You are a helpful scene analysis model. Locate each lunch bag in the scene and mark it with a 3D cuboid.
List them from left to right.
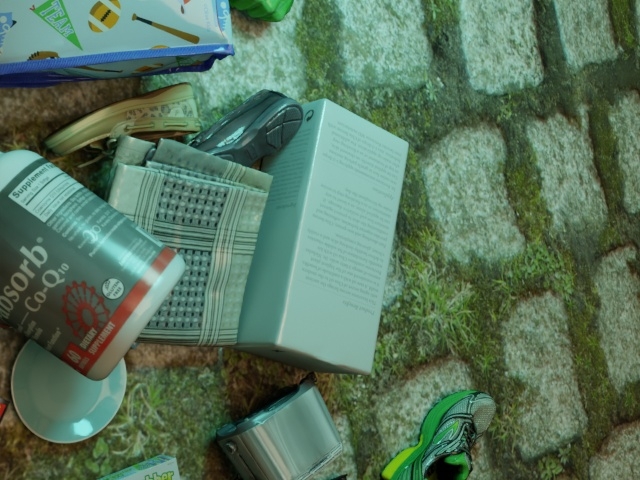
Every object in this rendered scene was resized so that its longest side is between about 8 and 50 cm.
[{"bbox_3d":[-0.352,-0.400,1.313,0.386,0.239,0.327,-10,94,-19],"label":"lunch bag"}]

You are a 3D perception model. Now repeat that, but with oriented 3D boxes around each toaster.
[{"bbox_3d":[-0.060,0.343,1.551,0.227,0.129,0.146,-28,90,-44],"label":"toaster"}]

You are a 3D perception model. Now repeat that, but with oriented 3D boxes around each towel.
[{"bbox_3d":[-0.221,0.011,1.432,0.312,0.056,0.324,12,90,-42],"label":"towel"}]

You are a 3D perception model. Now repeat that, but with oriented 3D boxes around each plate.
[{"bbox_3d":[-0.386,0.214,1.365,0.188,0.024,0.188,5,82,-40],"label":"plate"}]

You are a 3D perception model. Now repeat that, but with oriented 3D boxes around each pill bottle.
[{"bbox_3d":[-0.385,0.009,1.208,0.363,0.210,0.210,36,61,-6],"label":"pill bottle"}]

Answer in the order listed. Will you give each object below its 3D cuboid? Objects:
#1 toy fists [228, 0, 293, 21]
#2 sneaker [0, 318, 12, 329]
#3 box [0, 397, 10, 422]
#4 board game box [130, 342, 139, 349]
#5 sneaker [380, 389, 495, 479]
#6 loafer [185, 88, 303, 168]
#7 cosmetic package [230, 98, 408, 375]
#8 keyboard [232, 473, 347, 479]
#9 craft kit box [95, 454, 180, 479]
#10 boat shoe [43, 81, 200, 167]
[{"bbox_3d":[-0.155,-0.511,1.597,0.279,0.096,0.142,45,49,-27],"label":"toy fists"},{"bbox_3d":[-0.447,0.102,1.311,0.158,0.061,0.064,28,104,-29],"label":"sneaker"},{"bbox_3d":[-0.527,0.297,1.226,0.114,0.036,0.206,36,64,-33],"label":"box"},{"bbox_3d":[-0.319,0.085,1.435,0.103,0.026,0.154,-50,117,-32],"label":"board game box"},{"bbox_3d":[0.273,0.440,1.835,0.343,0.146,0.134,-43,113,-36],"label":"sneaker"},{"bbox_3d":[-0.168,-0.159,1.548,0.303,0.095,0.109,-38,144,-18],"label":"loafer"},{"bbox_3d":[0.000,0.000,1.631,0.230,0.162,0.452,23,70,-37],"label":"cosmetic package"},{"bbox_3d":[-0.070,0.486,1.609,0.317,0.033,0.201,-9,93,-42],"label":"keyboard"},{"bbox_3d":[-0.315,0.491,1.381,0.250,0.061,0.246,-14,92,-41],"label":"craft kit box"},{"bbox_3d":[-0.304,-0.179,1.424,0.285,0.105,0.089,-29,104,-41],"label":"boat shoe"}]
